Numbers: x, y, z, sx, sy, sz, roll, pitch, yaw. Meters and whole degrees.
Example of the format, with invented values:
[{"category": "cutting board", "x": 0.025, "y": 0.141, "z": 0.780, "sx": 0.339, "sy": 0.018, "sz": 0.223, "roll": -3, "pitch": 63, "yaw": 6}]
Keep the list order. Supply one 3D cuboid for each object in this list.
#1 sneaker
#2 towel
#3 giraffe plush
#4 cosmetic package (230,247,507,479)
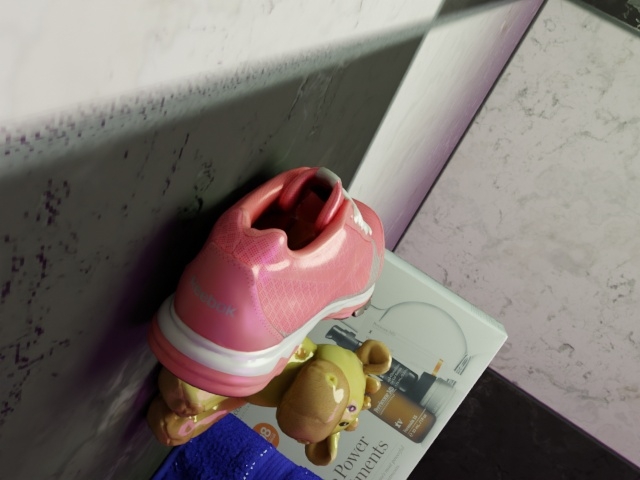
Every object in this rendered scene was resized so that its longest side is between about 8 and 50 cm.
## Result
[{"category": "sneaker", "x": 0.000, "y": 0.000, "z": 0.451, "sx": 0.136, "sy": 0.116, "sz": 0.314, "roll": -63, "pitch": 168, "yaw": 27}, {"category": "towel", "x": -0.087, "y": 0.363, "z": 0.648, "sx": 0.228, "sy": 0.308, "sz": 0.076, "roll": -56, "pitch": 152, "yaw": -18}, {"category": "giraffe plush", "x": -0.035, "y": 0.134, "z": 0.538, "sx": 0.210, "sy": 0.170, "sz": 0.181, "roll": -41, "pitch": 161, "yaw": -56}, {"category": "cosmetic package", "x": 0.048, "y": 0.205, "z": 0.824, "sx": 0.377, "sy": 0.284, "sz": 0.097, "roll": -59, "pitch": 168, "yaw": 10}]
